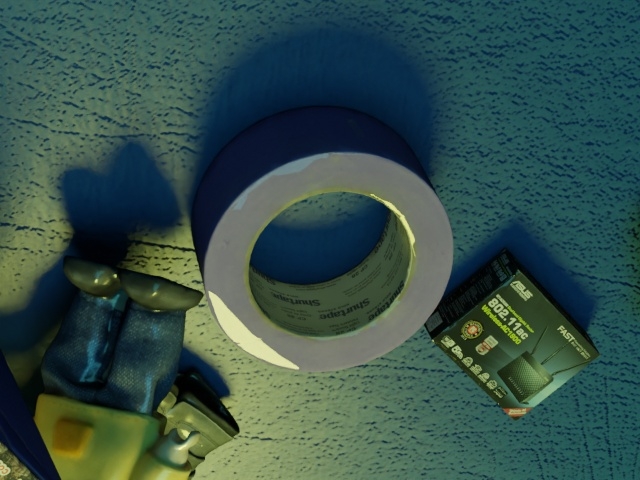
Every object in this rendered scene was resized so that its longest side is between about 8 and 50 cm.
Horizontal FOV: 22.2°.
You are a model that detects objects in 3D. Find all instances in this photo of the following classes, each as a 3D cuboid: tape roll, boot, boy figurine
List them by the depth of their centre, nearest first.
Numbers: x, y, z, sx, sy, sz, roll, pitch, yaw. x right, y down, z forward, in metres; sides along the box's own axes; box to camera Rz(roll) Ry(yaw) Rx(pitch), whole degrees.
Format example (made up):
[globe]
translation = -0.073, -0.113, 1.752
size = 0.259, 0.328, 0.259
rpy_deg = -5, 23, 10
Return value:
[boy figurine]
translation = -0.181, 0.156, 1.202
size = 0.177, 0.092, 0.285
rpy_deg = 16, 87, 18
[tape roll]
translation = 0.000, 0.000, 1.228
size = 0.189, 0.080, 0.189
rpy_deg = -6, 120, -10
[boot]
translation = -0.122, 0.198, 1.317
size = 0.161, 0.083, 0.246
rpy_deg = -41, 120, 6

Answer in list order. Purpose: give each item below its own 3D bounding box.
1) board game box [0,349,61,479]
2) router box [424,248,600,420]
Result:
[board game box]
translation = -0.352, 0.160, 1.114
size = 0.291, 0.232, 0.141
rpy_deg = -34, 137, -2
[router box]
translation = 0.156, 0.078, 1.332
size = 0.092, 0.038, 0.122
rpy_deg = -41, 120, 11
